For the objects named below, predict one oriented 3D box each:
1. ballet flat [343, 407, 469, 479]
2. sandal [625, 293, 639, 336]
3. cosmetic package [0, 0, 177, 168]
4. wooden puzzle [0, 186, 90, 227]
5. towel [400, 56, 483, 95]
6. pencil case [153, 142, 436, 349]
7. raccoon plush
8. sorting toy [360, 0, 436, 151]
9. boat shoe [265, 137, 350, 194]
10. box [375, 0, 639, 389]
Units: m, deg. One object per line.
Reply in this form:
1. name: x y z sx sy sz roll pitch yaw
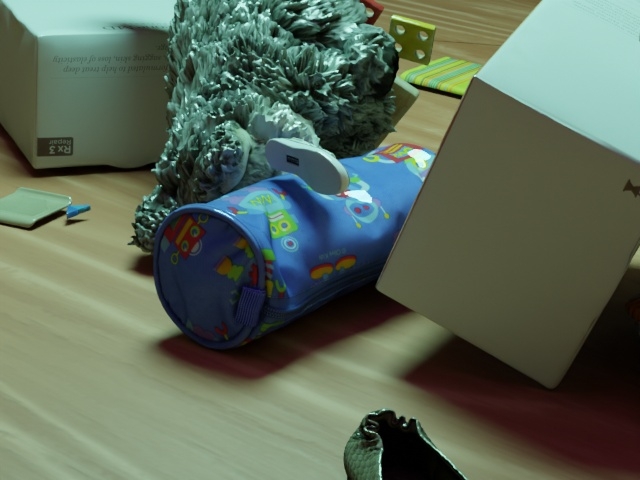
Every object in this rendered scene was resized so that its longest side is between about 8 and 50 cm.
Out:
1. ballet flat: 0.074 0.169 1.098 0.084 0.058 0.250 -4 20 -16
2. sandal: 0.298 0.079 1.355 0.102 0.076 0.265 -17 5 10
3. cosmetic package: -0.266 -0.206 1.988 0.217 0.156 0.385 -4 19 -23
4. wooden puzzle: -0.290 -0.031 1.700 0.116 0.014 0.078 14 27 30
5. towel: 0.221 -0.192 2.216 0.237 0.021 0.102 20 31 38
6. pencil case: 0.000 0.000 1.486 0.133 0.119 0.306 30 31 31
7. raccoon plush: -0.139 -0.158 1.674 0.446 0.216 0.299 39 38 20
8. sorting toy: 0.017 -0.145 1.816 0.132 0.274 0.046 34 44 -7
9. boat shoe: -0.003 -0.064 1.437 0.035 0.035 0.100 -14 24 -36
10. box: 0.212 -0.073 1.443 0.168 0.215 0.345 29 33 9
